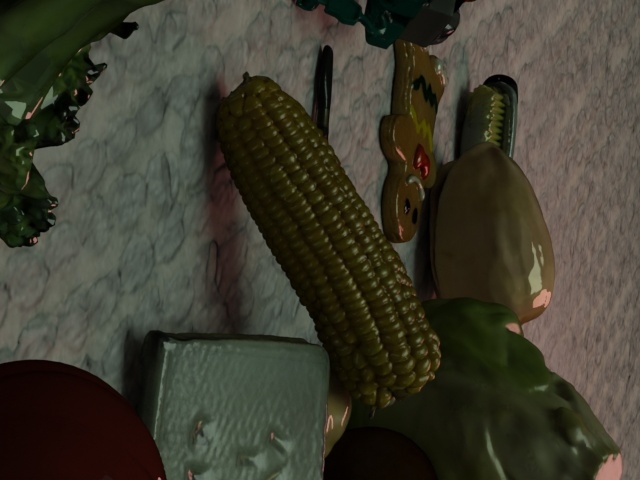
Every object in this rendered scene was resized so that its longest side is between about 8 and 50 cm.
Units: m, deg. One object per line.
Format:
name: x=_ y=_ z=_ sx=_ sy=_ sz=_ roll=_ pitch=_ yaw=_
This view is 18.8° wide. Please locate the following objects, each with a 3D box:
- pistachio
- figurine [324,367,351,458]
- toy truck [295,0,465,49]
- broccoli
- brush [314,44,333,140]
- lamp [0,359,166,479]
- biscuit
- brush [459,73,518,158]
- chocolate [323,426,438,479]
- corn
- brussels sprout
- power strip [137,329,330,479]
pistachio: x=0.190 y=0.005 z=2.241 sx=0.157 sy=0.157 sz=0.230 roll=27 pitch=54 yaw=-68
figurine: x=-0.033 y=0.190 z=1.716 sx=0.114 sy=0.108 sz=0.196 roll=-20 pitch=128 yaw=-45
toy truck: x=0.102 y=-0.352 z=1.894 sx=0.176 sy=0.178 sz=0.363 roll=135 pitch=-28 yaw=-63
broccoli: x=-0.193 y=-0.141 z=1.055 sx=0.235 sy=0.260 sz=0.288 roll=-7 pitch=78 yaw=-27
brush: x=-0.001 y=-0.096 z=1.872 sx=0.063 sy=0.016 sz=0.193 roll=42 pitch=53 yaw=-65
lamp: x=-0.188 y=0.178 z=1.128 sx=0.227 sy=0.226 sz=0.227 roll=2 pitch=90 yaw=-70
biscuit: x=0.104 y=-0.112 z=2.137 sx=0.158 sy=0.035 sz=0.240 roll=39 pitch=55 yaw=-63
brush: x=0.192 y=-0.059 z=2.355 sx=0.060 sy=0.068 sz=0.297 roll=8 pitch=86 yaw=-50
chocolate: x=0.035 y=0.263 z=1.818 sx=0.177 sy=0.176 sz=0.177 roll=2 pitch=90 yaw=-70
corn: x=0.003 y=-0.001 z=1.647 sx=0.313 sy=0.102 sz=0.102 roll=60 pitch=27 yaw=-7
brussels sprout: x=0.159 y=0.215 z=1.970 sx=0.242 sy=0.316 sz=0.274 roll=-25 pitch=150 yaw=-44
power strip: x=-0.085 y=0.172 z=1.573 sx=0.213 sy=0.064 sz=0.198 roll=10 pitch=84 yaw=-48
